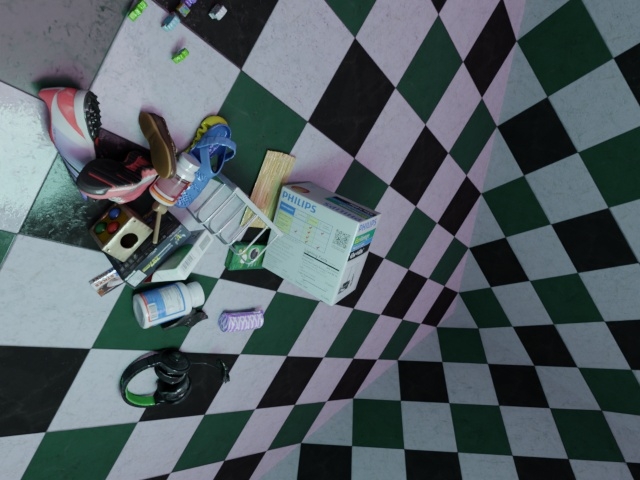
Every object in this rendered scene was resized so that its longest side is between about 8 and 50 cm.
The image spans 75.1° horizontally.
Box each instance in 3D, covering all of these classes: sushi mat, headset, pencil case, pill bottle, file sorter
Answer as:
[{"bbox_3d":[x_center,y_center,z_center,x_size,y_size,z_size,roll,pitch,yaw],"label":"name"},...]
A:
[{"bbox_3d":[-0.202,-0.190,1.612,0.151,0.019,0.317,7,111,-48],"label":"sushi mat"},{"bbox_3d":[-0.568,0.551,1.642,0.394,0.185,0.244,-11,126,-28],"label":"headset"},{"bbox_3d":[-0.339,0.347,1.811,0.206,0.086,0.088,1,129,-47],"label":"pencil case"},{"bbox_3d":[-0.428,-0.182,1.233,0.152,0.086,0.086,-46,144,13],"label":"pill bottle"},{"bbox_3d":[-0.302,-0.077,1.437,0.173,0.193,0.278,-46,137,-5],"label":"file sorter"},{"bbox_3d":[-0.535,0.220,1.480,0.221,0.124,0.124,-15,127,-40],"label":"pill bottle"}]

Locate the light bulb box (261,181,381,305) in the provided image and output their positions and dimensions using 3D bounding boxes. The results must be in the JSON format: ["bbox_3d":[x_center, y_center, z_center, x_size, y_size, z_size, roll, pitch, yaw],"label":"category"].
[{"bbox_3d":[0.000,0.000,1.666,0.225,0.357,0.361,-24,136,-58],"label":"light bulb box"}]

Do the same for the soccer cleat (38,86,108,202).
[{"bbox_3d":[-0.628,-0.240,1.074,0.116,0.109,0.318,8,131,-10],"label":"soccer cleat"}]

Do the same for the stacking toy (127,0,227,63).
[{"bbox_3d":[-0.373,-0.607,1.100,0.221,0.052,0.167,-51,140,-3],"label":"stacking toy"}]

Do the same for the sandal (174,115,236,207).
[{"bbox_3d":[-0.371,-0.236,1.306,0.126,0.138,0.317,24,101,-54],"label":"sandal"}]

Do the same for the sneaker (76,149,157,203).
[{"bbox_3d":[-0.534,-0.144,1.122,0.136,0.115,0.314,-57,-176,21],"label":"sneaker"}]

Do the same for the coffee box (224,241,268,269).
[{"bbox_3d":[-0.291,0.060,1.686,0.184,0.040,0.113,-1,117,-46],"label":"coffee box"}]

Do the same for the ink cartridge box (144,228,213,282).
[{"bbox_3d":[-0.469,0.049,1.307,0.056,0.224,0.181,64,34,-35],"label":"ink cartridge box"}]

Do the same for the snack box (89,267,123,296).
[{"bbox_3d":[-0.650,0.108,1.357,0.178,0.022,0.064,-36,137,-22],"label":"snack box"}]

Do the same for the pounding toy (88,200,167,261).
[{"bbox_3d":[-0.550,-0.050,1.215,0.206,0.181,0.094,-50,142,-7],"label":"pounding toy"}]

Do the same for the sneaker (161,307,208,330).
[{"bbox_3d":[-0.525,0.315,1.619,0.170,0.051,0.089,-35,134,-28],"label":"sneaker"}]

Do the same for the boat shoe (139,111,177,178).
[{"bbox_3d":[-0.440,-0.267,1.173,0.073,0.207,0.073,-27,168,30],"label":"boat shoe"}]

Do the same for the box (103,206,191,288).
[{"bbox_3d":[-0.532,0.009,1.276,0.233,0.183,0.059,-47,141,-11],"label":"box"}]
